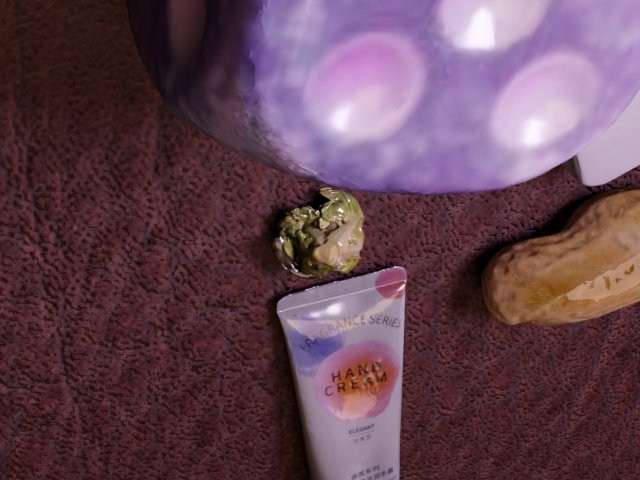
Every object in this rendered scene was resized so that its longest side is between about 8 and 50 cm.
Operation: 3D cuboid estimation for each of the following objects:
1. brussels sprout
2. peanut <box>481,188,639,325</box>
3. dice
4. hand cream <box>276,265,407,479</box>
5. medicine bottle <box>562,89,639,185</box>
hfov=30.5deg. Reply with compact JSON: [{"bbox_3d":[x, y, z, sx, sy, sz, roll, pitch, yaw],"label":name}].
[{"bbox_3d":[0.000,0.000,0.987,0.085,0.058,0.085,-2,121,-3],"label":"brussels sprout"},{"bbox_3d":[0.256,0.015,1.081,0.226,0.108,0.095,-23,161,3],"label":"peanut"},{"bbox_3d":[0.044,-0.202,0.701,0.270,0.270,0.271,2,125,-26],"label":"dice"},{"bbox_3d":[0.032,0.178,1.135,0.124,0.078,0.341,-13,125,-13],"label":"hand cream"},{"bbox_3d":[0.279,-0.131,0.996,0.183,0.069,0.119,-28,131,1],"label":"medicine bottle"}]
